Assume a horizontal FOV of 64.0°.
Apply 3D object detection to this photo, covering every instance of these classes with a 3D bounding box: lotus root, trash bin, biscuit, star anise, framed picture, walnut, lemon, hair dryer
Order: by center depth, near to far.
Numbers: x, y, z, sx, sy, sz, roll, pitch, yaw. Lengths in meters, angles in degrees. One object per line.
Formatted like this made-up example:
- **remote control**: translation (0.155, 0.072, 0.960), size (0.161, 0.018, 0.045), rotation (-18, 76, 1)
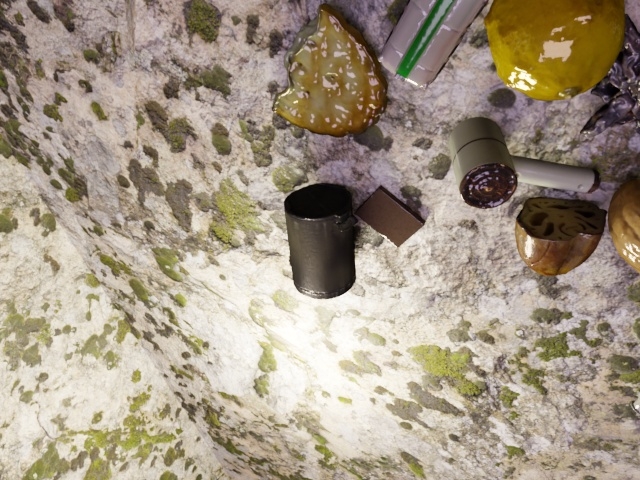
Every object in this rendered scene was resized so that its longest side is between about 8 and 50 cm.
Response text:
- **lemon**: translation (0.429, -0.393, 0.944), size (0.233, 0.233, 0.288), rotation (-14, 80, 36)
- **star anise**: translation (0.630, -0.304, 1.010), size (0.212, 0.129, 0.283), rotation (8, 128, 44)
- **walnut**: translation (0.738, -0.037, 1.085), size (0.224, 0.257, 0.257), rotation (-8, 125, 9)
- **hair dryer**: translation (0.484, -0.161, 1.178), size (0.361, 0.203, 0.128), rotation (9, 133, -4)
- **lotus root**: translation (0.569, 0.011, 1.241), size (0.188, 0.199, 0.180), rotation (13, 127, 27)
- **biscuit**: translation (0.000, -0.401, 1.287), size (0.335, 0.078, 0.329), rotation (-9, 125, 33)
- **framed picture**: translation (0.201, -0.067, 1.492), size (0.168, 0.023, 0.128), rotation (38, 134, -6)
- **trash bin**: translation (0.000, 0.000, 1.531), size (0.252, 0.203, 0.302), rotation (25, 137, 33)

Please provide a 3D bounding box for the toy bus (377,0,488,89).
- **toy bus**: translation (0.245, -0.467, 1.024), size (0.143, 0.179, 0.305), rotation (33, 135, -1)

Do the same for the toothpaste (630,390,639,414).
- **toothpaste**: translation (0.990, 0.403, 1.459), size (0.096, 0.061, 0.266), rotation (24, 127, 10)
